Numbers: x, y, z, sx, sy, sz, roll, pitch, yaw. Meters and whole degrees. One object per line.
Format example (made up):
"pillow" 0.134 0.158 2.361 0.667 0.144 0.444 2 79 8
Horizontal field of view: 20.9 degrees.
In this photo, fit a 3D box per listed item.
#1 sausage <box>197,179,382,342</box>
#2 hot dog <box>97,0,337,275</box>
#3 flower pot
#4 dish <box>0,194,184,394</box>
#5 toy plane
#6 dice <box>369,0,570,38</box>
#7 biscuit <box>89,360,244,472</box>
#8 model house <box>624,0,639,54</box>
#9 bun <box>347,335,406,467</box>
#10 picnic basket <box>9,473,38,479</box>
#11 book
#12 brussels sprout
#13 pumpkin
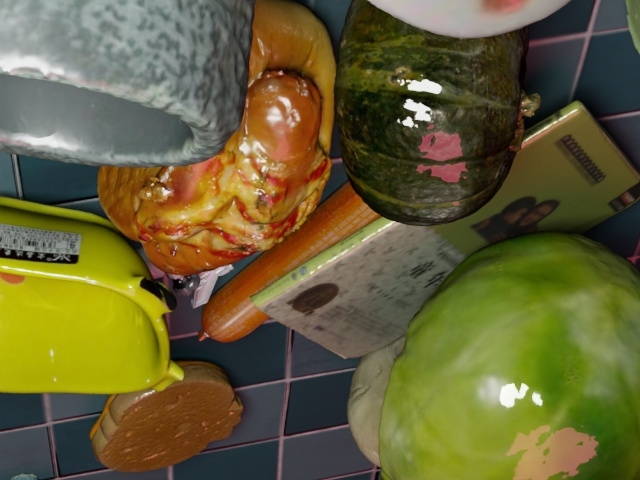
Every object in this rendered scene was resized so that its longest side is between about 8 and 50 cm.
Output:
"sausage" 0.000 0.000 1.607 0.053 0.053 0.348 19 133 -41
"hot dog" -0.080 -0.068 1.385 0.150 0.153 0.256 7 140 -31
"flower pot" -0.169 -0.206 1.053 0.299 0.282 0.299 8 172 1
"dish" -0.240 0.036 1.473 0.262 0.108 0.221 4 148 4
"toy plane" -0.116 0.003 1.557 0.171 0.065 0.162 -20 136 13
"dice" 0.096 -0.262 1.147 0.193 0.194 0.192 18 135 -39
"biscuit" -0.158 0.176 1.801 0.170 0.050 0.170 -18 148 -12
"model house" 0.301 -0.194 1.444 0.083 0.066 0.078 -18 148 -1
"bun" 0.109 0.153 1.789 0.167 0.173 0.113 3 139 27
"picnic basket" -0.319 0.298 1.876 0.083 0.083 0.065 -5 150 -11
"book" 0.124 0.001 1.622 0.352 0.035 0.239 -31 155 14
"brussels sprout" 0.199 0.131 1.610 0.344 0.268 0.344 -24 179 0
"pumpkin" 0.091 -0.117 1.334 0.157 0.223 0.223 9 147 9
